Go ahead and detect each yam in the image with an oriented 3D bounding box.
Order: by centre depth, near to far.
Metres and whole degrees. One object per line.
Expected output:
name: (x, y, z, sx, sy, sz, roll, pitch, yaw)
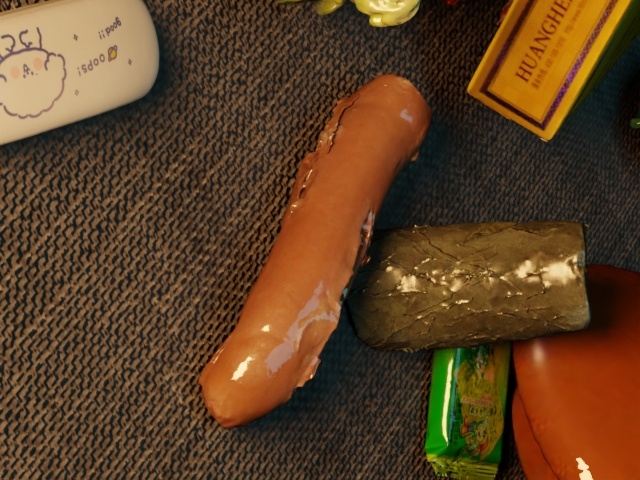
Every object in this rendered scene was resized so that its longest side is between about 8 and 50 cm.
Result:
yam: (0.121, 0.033, 1.398, 0.107, 0.183, 0.107, -4, 90, -67)

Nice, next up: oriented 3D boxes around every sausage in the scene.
sausage: (0.000, 0.001, 1.315, 0.078, 0.078, 0.304, 51, 52, -37)

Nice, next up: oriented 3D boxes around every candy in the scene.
candy: (0.123, 0.105, 1.492, 0.102, 0.032, 0.178, 17, 76, -49)

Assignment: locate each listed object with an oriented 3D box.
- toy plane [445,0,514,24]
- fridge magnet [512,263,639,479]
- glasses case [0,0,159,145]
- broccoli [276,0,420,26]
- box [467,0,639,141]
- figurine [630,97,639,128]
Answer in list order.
toy plane: (0.170, -0.258, 1.489, 0.077, 0.194, 0.126, 41, 6, 0)
fridge magnet: (0.298, 0.174, 1.526, 0.363, 0.155, 0.363, 27, 37, -22)
glasses case: (-0.172, -0.105, 1.125, 0.197, 0.049, 0.076, -23, 107, -49)
broccoli: (0.068, -0.275, 1.271, 0.248, 0.245, 0.288, 32, 70, -55)
box: (0.245, -0.229, 1.500, 0.301, 0.084, 0.193, -45, 167, -50)
figurine: (0.381, -0.138, 1.746, 0.222, 0.124, 0.324, -17, 106, -49)
